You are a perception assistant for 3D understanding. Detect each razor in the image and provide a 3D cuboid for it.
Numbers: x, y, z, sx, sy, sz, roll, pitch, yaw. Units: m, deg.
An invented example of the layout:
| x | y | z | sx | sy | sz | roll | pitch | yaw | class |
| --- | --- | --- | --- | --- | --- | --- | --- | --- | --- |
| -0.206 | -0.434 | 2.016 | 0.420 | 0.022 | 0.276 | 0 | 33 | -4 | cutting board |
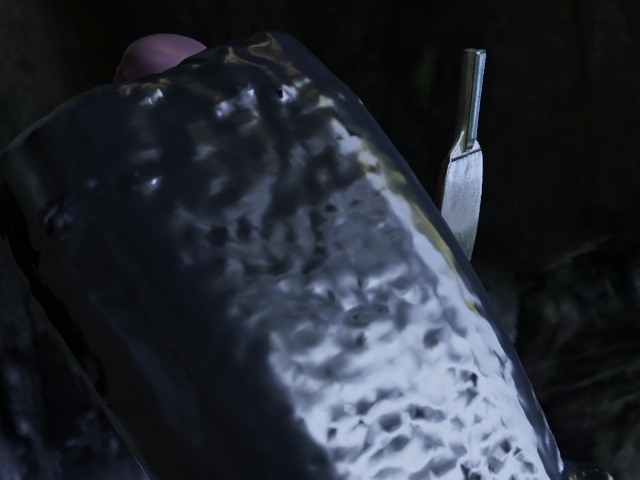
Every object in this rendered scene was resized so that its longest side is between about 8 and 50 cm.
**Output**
| x | y | z | sx | sy | sz | roll | pitch | yaw | class |
| --- | --- | --- | --- | --- | --- | --- | --- | --- | --- |
| 0.003 | 0.066 | 0.642 | 0.327 | 0.189 | 0.107 | 57 | -33 | 7 | razor |

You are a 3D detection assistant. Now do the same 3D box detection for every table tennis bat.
| x | y | z | sx | sy | sz | roll | pitch | yaw | class |
| --- | --- | --- | --- | --- | --- | --- | --- | --- | --- |
| 0.157 | -0.076 | 1.613 | 0.154 | 0.021 | 0.274 | -23 | 120 | -65 | table tennis bat |

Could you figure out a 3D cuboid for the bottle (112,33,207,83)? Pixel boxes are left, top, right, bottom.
| x | y | z | sx | sy | sz | roll | pitch | yaw | class |
| --- | --- | --- | --- | --- | --- | --- | --- | --- | --- |
| -0.145 | -0.063 | 1.243 | 0.110 | 0.110 | 0.233 | -124 | -138 | -52 | bottle |
